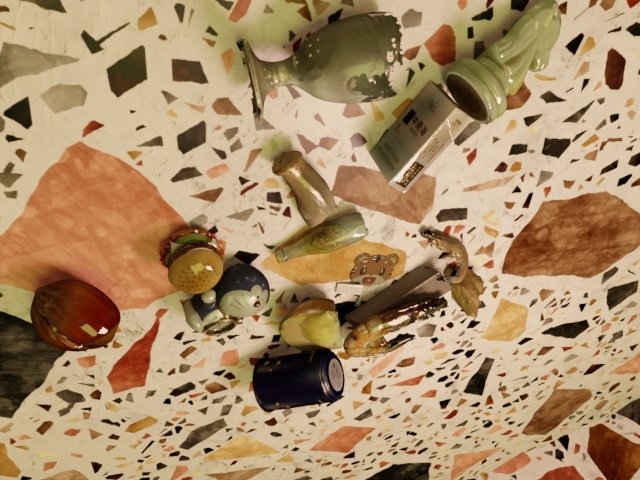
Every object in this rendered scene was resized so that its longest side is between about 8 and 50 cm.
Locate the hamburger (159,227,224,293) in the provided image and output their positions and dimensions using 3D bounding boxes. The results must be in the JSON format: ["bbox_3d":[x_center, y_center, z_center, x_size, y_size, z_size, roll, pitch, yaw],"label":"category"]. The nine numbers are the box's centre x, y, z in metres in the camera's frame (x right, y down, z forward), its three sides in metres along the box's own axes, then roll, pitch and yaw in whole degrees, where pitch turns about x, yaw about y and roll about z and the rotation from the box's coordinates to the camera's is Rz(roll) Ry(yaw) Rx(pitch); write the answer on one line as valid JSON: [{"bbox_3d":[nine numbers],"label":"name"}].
[{"bbox_3d":[-0.326,0.061,1.502,0.175,0.136,0.175,-13,135,-13],"label":"hamburger"}]

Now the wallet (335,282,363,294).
[{"bbox_3d":[0.090,0.152,1.811,0.083,0.011,0.044,4,131,-10],"label":"wallet"}]

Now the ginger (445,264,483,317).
[{"bbox_3d":[0.488,0.168,1.859,0.123,0.193,0.115,-8,137,-13],"label":"ginger"}]

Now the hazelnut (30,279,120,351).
[{"bbox_3d":[-0.635,0.197,1.478,0.212,0.181,0.181,-35,154,24],"label":"hazelnut"}]

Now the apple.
[{"bbox_3d":[-0.032,0.253,1.790,0.194,0.119,0.264,-5,144,5],"label":"apple"}]

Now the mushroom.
[{"bbox_3d":[-0.031,-0.130,1.477,0.096,0.108,0.247,-58,140,-23],"label":"mushroom"}]

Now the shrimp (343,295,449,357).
[{"bbox_3d":[0.246,0.288,1.862,0.365,0.071,0.233,-24,141,0],"label":"shrimp"}]

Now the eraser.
[{"bbox_3d":[0.251,0.204,1.884,0.353,0.077,0.111,-35,130,11],"label":"eraser"}]

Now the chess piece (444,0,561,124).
[{"bbox_3d":[0.459,-0.432,1.378,0.298,0.176,0.175,-41,132,-1],"label":"chess piece"}]

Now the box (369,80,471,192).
[{"bbox_3d":[0.241,-0.256,1.426,0.067,0.155,0.243,24,119,-36],"label":"box"}]

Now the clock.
[{"bbox_3d":[-0.257,0.165,1.611,0.243,0.146,0.199,-31,148,12],"label":"clock"}]

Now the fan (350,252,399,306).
[{"bbox_3d":[0.153,0.128,1.824,0.153,0.008,0.226,4,127,-23],"label":"fan"}]

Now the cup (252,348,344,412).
[{"bbox_3d":[-0.055,0.430,1.886,0.257,0.255,0.178,-14,112,23],"label":"cup"}]

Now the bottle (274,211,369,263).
[{"bbox_3d":[0.000,0.000,1.609,0.270,0.083,0.083,-20,133,4],"label":"bottle"}]

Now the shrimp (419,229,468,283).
[{"bbox_3d":[0.377,0.051,1.771,0.219,0.152,0.046,30,158,-30],"label":"shrimp"}]

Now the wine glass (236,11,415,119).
[{"bbox_3d":[0.011,-0.372,1.224,0.357,0.190,0.190,-10,132,-6],"label":"wine glass"}]
